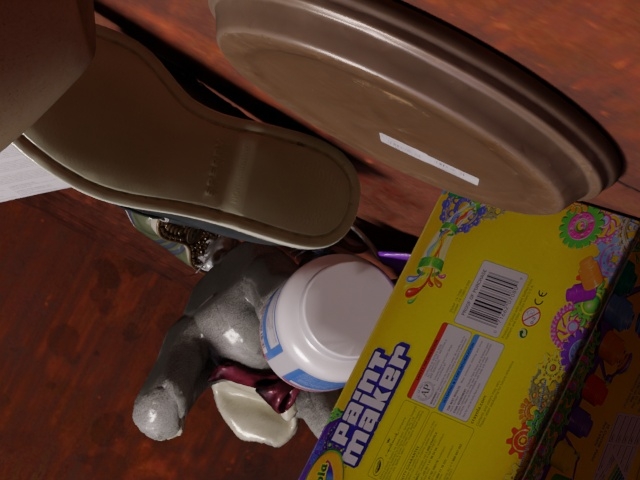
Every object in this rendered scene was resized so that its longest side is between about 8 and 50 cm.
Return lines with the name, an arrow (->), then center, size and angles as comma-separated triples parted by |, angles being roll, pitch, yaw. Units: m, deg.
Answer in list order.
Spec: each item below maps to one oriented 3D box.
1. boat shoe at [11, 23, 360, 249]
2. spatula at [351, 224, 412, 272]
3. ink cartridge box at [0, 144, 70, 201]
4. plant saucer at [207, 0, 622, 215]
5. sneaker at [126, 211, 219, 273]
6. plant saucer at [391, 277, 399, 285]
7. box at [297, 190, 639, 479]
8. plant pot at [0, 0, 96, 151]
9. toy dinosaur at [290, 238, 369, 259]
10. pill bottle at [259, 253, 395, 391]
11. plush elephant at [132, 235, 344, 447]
boat shoe -> -0.136, -0.081, 1.472 | 0.340, 0.127, 0.113 | 17, 173, -25
spatula -> 0.020, -0.011, 1.779 | 0.296, 0.030, 0.084 | 23, 174, 28
ink cartridge box -> -0.346, -0.112, 1.956 | 0.189, 0.066, 0.232 | -10, 152, 22
plant saucer -> 0.050, -0.085, 1.137 | 0.277, 0.041, 0.278 | 26, 173, 4
sneaker -> -0.186, -0.022, 2.333 | 0.086, 0.064, 0.192 | 32, 175, 26
plant saucer -> 0.189, 0.121, 1.947 | 0.317, 0.044, 0.317 | 31, 177, 2
box -> 0.168, 0.148, 1.350 | 0.177, 0.290, 0.279 | 20, 169, 45
plant pot -> -0.221, -0.146, 0.969 | 0.190, 0.284, 0.284 | -9, 172, -1
toy dinosaur -> 0.000, 0.000, 1.903 | 0.090, 0.047, 0.082 | 18, -168, -8
pill bottle -> 0.013, 0.079, 1.809 | 0.124, 0.124, 0.221 | 28, 169, -5
plush elephant -> -0.040, 0.140, 2.185 | 0.255, 0.272, 0.330 | 44, -164, -20
